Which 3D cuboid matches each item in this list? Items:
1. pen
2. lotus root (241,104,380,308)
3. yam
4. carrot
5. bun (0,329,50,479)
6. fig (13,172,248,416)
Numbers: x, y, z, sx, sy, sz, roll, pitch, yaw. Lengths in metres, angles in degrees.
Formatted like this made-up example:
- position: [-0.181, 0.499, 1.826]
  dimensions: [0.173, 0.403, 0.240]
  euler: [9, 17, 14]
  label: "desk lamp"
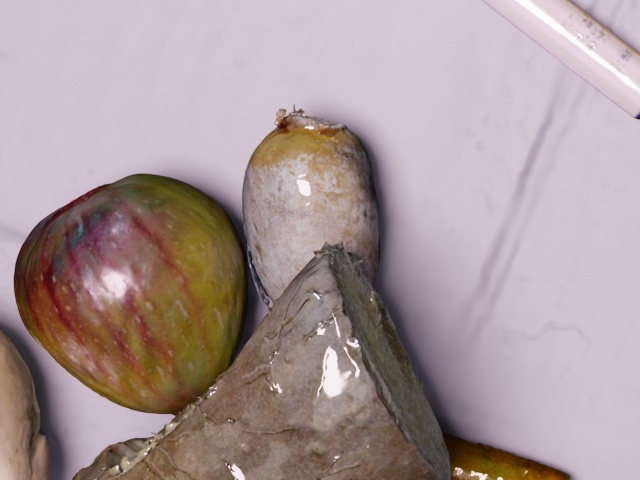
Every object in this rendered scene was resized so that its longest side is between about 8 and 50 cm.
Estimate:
- position: [0.079, -0.158, 0.651]
  dimensions: [0.269, 0.033, 0.033]
  euler: [38, 114, 5]
  label: "pen"
- position: [-0.002, 0.001, 0.701]
  dimensions: [0.088, 0.088, 0.165]
  euler: [1, 117, 19]
  label: "lotus root"
- position: [-0.035, 0.131, 0.639]
  dimensions: [0.154, 0.154, 0.254]
  euler: [45, 102, 3]
  label: "yam"
- position: [0.072, 0.132, 0.733]
  dimensions: [0.170, 0.042, 0.042]
  euler: [16, 110, 11]
  label: "carrot"
- position: [-0.259, 0.130, 0.803]
  dimensions: [0.178, 0.128, 0.193]
  euler: [-18, 110, 23]
  label: "bun"
- position: [-0.090, 0.079, 0.732]
  dimensions: [0.149, 0.149, 0.245]
  euler: [-18, 110, 23]
  label: "fig"
